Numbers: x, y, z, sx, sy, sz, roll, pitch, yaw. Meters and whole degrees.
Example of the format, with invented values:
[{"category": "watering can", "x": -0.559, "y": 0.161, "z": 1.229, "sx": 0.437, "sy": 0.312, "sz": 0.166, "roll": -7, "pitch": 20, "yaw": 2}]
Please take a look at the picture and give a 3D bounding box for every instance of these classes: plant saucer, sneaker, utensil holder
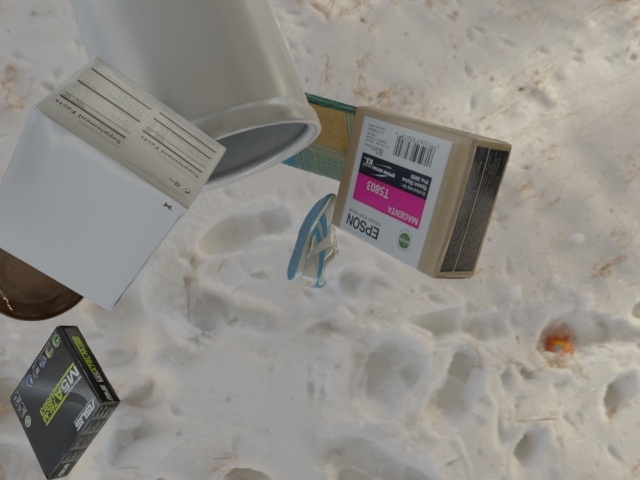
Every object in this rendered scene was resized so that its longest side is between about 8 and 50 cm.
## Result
[{"category": "plant saucer", "x": -0.500, "y": 0.045, "z": 1.052, "sx": 0.199, "sy": 0.036, "sz": 0.198, "roll": -15, "pitch": 116, "yaw": -35}, {"category": "sneaker", "x": 0.000, "y": 0.000, "z": 1.382, "sx": 0.092, "sy": 0.087, "sz": 0.228, "roll": 24, "pitch": 77, "yaw": -18}, {"category": "utensil holder", "x": -0.215, "y": -0.304, "z": 0.991, "sx": 0.328, "sy": 0.327, "sz": 0.385, "roll": -19, "pitch": 86, "yaw": -20}]

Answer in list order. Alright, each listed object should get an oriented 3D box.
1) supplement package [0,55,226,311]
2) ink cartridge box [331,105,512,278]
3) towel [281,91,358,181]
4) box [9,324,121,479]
[{"category": "supplement package", "x": -0.292, "y": -0.065, "z": 0.797, "sx": 0.204, "sy": 0.262, "sz": 0.145, "roll": 35, "pitch": 39, "yaw": -15}, {"category": "ink cartridge box", "x": 0.131, "y": -0.075, "z": 0.851, "sx": 0.088, "sy": 0.235, "sz": 0.193, "roll": 1, "pitch": 109, "yaw": -39}, {"category": "towel", "x": -0.013, "y": -0.240, "z": 1.371, "sx": 0.370, "sy": 0.271, "sz": 0.040, "roll": 19, "pitch": 63, "yaw": 15}, {"category": "box", "x": -0.445, "y": 0.276, "z": 1.023, "sx": 0.190, "sy": 0.045, "sz": 0.184, "roll": -51, "pitch": 58, "yaw": 15}]
